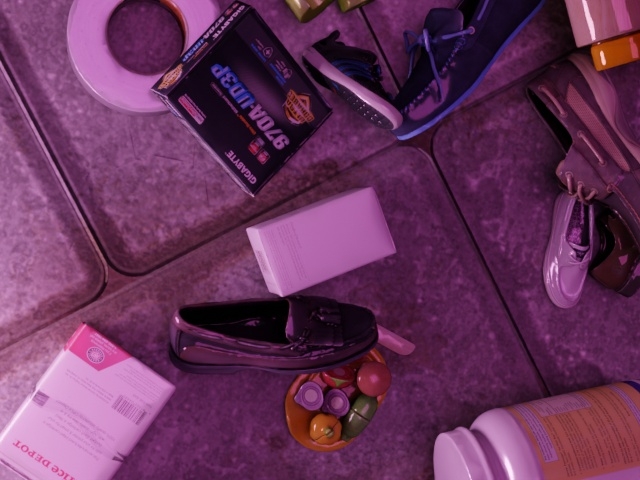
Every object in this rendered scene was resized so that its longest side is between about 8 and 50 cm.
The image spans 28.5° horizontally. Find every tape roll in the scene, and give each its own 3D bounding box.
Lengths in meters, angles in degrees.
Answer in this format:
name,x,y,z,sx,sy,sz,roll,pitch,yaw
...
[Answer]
name,x,y,z,sx,sy,sz,roll,pitch,yaw
tape roll,-0.245,-0.285,1.765,0.219,0.072,0.219,0,92,-12

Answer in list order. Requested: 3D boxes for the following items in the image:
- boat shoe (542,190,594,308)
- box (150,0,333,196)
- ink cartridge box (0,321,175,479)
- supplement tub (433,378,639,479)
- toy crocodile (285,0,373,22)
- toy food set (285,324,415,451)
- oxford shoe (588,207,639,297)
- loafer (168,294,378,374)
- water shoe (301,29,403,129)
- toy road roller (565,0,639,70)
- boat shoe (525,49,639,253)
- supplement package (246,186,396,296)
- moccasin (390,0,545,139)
name,x,y,z,sx,sy,sz,roll,pitch,yaw
boat shoe,0.385,0.012,1.909,0.066,0.063,0.184,11,88,-12
box,-0.105,-0.197,1.759,0.175,0.051,0.220,-47,128,-9
ink cartridge box,-0.329,0.245,1.746,0.158,0.092,0.218,37,82,-10
supplement tub,0.352,0.344,1.818,0.331,0.241,0.241,-10,93,-12
toy crocodile,0.103,-0.414,1.798,0.340,0.105,0.115,-22,96,7
toy food set,0.041,0.212,1.835,0.128,0.071,0.218,37,83,-10
oxford shoe,0.476,-0.035,1.920,0.096,0.083,0.227,25,85,-7
loafer,-0.064,0.126,1.775,0.302,0.109,0.095,-5,136,-7
water shoe,0.057,-0.235,1.781,0.080,0.073,0.203,-44,57,-9
toy road roller,0.492,-0.373,1.790,0.240,0.329,0.203,-14,94,27
boat shoe,0.408,-0.107,1.854,0.130,0.132,0.355,-22,67,1
supplement package,0.000,0.000,1.805,0.179,0.105,0.105,-21,95,-10
moccasin,0.190,-0.296,1.837,0.117,0.137,0.342,47,68,-23
